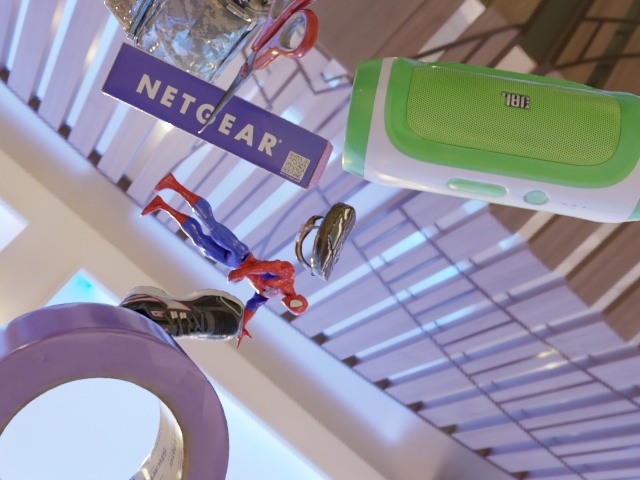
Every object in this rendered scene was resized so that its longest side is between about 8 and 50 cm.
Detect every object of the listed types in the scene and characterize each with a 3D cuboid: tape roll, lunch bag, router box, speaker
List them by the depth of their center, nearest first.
[{"bbox_3d":[-0.164,0.142,0.552,0.189,0.080,0.189,-4,-79,-24],"label":"tape roll"},{"bbox_3d":[0.175,-0.098,0.773,0.296,0.131,0.131,10,-116,4],"label":"speaker"},{"bbox_3d":[-0.147,-0.192,1.293,0.335,0.301,0.082,26,-85,0],"label":"router box"},{"bbox_3d":[-0.226,-0.443,1.485,0.212,0.305,0.256,-34,-92,-42],"label":"lunch bag"}]

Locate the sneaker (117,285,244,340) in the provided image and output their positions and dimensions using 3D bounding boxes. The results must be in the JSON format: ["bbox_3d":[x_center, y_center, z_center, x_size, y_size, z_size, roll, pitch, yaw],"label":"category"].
[{"bbox_3d":[-0.186,0.106,1.028,0.077,0.178,0.072,-47,-45,-66],"label":"sneaker"}]

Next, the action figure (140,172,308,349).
[{"bbox_3d":[-0.145,0.038,1.149,0.280,0.091,0.139,35,-137,-4],"label":"action figure"}]

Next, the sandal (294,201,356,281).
[{"bbox_3d":[0.000,0.000,1.013,0.060,0.219,0.090,28,-96,4],"label":"sandal"}]

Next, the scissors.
[{"bbox_3d":[-0.082,-0.232,1.002,0.021,0.297,0.109,8,-110,-32],"label":"scissors"}]
